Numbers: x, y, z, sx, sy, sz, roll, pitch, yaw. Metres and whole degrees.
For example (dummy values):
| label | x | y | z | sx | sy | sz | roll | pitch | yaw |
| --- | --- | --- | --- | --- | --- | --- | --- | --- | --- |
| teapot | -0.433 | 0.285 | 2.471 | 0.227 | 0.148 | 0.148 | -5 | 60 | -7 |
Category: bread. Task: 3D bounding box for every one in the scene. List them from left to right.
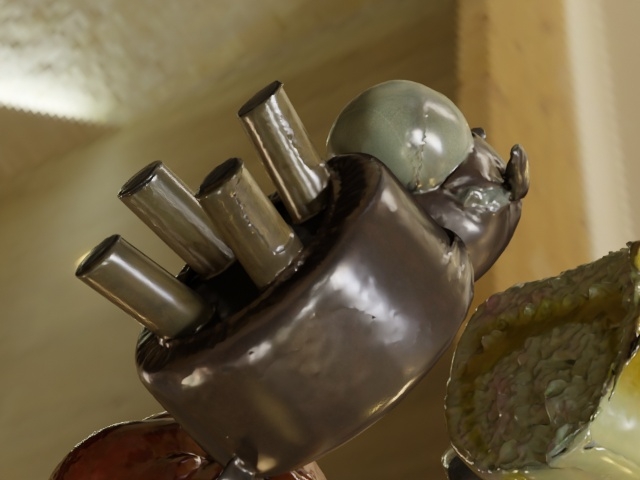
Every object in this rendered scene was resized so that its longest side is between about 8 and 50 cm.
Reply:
| label | x | y | z | sx | sy | sz | roll | pitch | yaw |
| --- | --- | --- | --- | --- | --- | --- | --- | --- | --- |
| bread | 0.169 | 0.080 | 1.012 | 0.261 | 0.156 | 0.158 | -14 | 172 | -40 |

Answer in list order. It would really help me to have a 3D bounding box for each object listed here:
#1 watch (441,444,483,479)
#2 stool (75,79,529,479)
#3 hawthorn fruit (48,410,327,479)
| label | x | y | z | sx | sy | sz | roll | pitch | yaw |
| --- | --- | --- | --- | --- | --- | --- | --- | --- | --- |
| watch | 0.149 | 0.210 | 1.311 | 0.068 | 0.193 | 0.206 | -35 | 175 | 2 |
| stool | 0.000 | 0.000 | 0.762 | 0.217 | 0.121 | 0.125 | -48 | -163 | -32 |
| hawthorn fruit | -0.104 | 0.247 | 1.359 | 0.261 | 0.224 | 0.224 | -66 | -160 | 8 |
